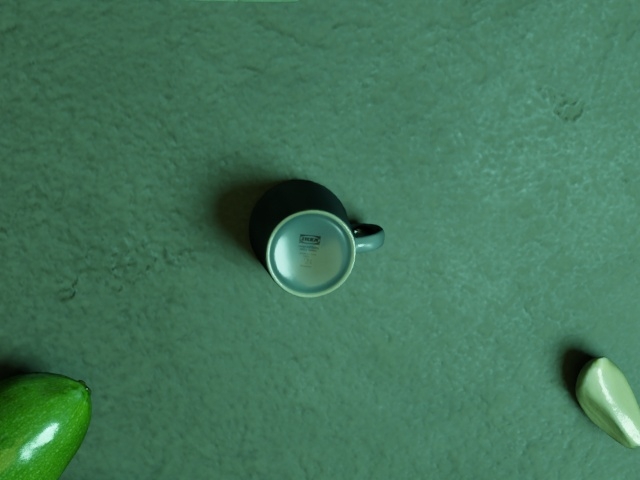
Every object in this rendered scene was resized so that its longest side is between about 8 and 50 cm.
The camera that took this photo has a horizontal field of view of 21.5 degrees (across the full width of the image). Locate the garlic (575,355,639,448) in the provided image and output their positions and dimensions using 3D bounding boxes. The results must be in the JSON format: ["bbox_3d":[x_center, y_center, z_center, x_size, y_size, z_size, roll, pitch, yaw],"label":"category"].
[{"bbox_3d":[0.231,0.127,1.337,0.041,0.053,0.083,-35,99,-13],"label":"garlic"}]

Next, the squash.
[{"bbox_3d":[-0.316,0.246,1.266,0.107,0.107,0.395,37,98,-15],"label":"squash"}]

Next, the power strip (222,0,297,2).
[{"bbox_3d":[-0.130,-0.211,1.204,0.272,0.052,0.078,0,104,-7],"label":"power strip"}]

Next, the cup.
[{"bbox_3d":[0.000,0.000,1.261,0.100,0.077,0.078,-4,105,-7],"label":"cup"}]
